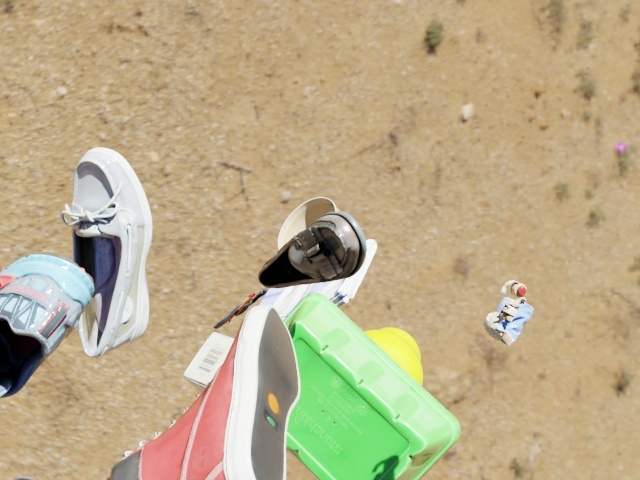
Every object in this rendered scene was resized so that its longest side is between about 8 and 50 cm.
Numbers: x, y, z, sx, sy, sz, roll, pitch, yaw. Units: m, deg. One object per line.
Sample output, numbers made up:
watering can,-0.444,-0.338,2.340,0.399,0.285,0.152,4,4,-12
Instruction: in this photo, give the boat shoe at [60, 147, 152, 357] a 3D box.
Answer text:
boat shoe,-0.332,0.020,1.508,0.103,0.118,0.320,-32,128,-61

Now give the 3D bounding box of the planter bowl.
planter bowl,0.000,0.000,2.189,0.109,0.162,0.162,43,64,-36

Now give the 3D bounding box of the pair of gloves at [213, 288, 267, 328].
pair of gloves,-0.107,0.093,1.325,0.010,0.074,0.083,51,15,4

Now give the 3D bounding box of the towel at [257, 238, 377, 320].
towel,-0.023,0.099,1.995,0.034,0.285,0.209,54,36,-18

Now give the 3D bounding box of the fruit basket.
fruit basket,0.055,0.278,1.735,0.283,0.392,0.392,-48,120,4

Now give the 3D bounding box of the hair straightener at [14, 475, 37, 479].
hair straightener,-0.446,0.453,1.619,0.089,0.047,0.230,-76,158,-43

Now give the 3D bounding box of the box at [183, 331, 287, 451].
box,-0.141,0.304,1.919,0.113,0.094,0.275,-55,134,-22

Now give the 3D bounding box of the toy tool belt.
toy tool belt,0.253,0.096,1.278,0.052,0.051,0.083,30,88,-24

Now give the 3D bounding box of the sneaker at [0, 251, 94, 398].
sneaker,-0.348,0.110,1.011,0.104,0.262,0.125,40,36,-24

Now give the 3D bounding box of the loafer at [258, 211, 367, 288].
loafer,-0.016,0.030,1.425,0.084,0.267,0.096,-28,89,-23

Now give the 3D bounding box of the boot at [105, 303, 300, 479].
boot,-0.115,0.165,0.923,0.088,0.176,0.244,58,22,-28
